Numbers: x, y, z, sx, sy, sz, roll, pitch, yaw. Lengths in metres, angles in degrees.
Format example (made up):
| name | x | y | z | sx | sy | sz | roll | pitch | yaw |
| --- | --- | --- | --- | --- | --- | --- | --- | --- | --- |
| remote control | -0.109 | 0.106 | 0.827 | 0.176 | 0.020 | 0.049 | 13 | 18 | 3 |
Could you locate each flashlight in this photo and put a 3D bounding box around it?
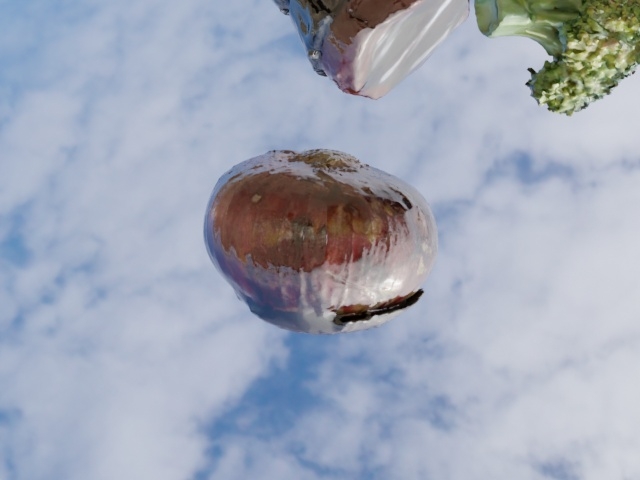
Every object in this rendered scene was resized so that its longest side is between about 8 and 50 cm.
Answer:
| name | x | y | z | sx | sy | sz | roll | pitch | yaw |
| --- | --- | --- | --- | --- | --- | --- | --- | --- | --- |
| flashlight | -0.026 | -0.180 | 0.436 | 0.093 | 0.093 | 0.232 | -40 | -104 | -5 |

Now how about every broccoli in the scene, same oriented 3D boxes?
| name | x | y | z | sx | sy | sz | roll | pitch | yaw |
| --- | --- | --- | --- | --- | --- | --- | --- | --- | --- |
| broccoli | 0.257 | -0.243 | 0.898 | 0.194 | 0.220 | 0.194 | 0 | -161 | 0 |

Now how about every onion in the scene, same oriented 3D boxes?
| name | x | y | z | sx | sy | sz | roll | pitch | yaw |
| --- | --- | --- | --- | --- | --- | --- | --- | --- | --- |
| onion | 0.000 | 0.000 | 0.866 | 0.246 | 0.190 | 0.246 | 8 | -158 | -3 |
